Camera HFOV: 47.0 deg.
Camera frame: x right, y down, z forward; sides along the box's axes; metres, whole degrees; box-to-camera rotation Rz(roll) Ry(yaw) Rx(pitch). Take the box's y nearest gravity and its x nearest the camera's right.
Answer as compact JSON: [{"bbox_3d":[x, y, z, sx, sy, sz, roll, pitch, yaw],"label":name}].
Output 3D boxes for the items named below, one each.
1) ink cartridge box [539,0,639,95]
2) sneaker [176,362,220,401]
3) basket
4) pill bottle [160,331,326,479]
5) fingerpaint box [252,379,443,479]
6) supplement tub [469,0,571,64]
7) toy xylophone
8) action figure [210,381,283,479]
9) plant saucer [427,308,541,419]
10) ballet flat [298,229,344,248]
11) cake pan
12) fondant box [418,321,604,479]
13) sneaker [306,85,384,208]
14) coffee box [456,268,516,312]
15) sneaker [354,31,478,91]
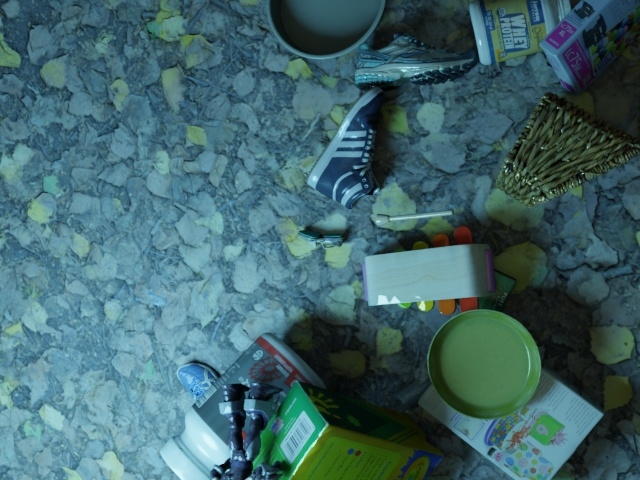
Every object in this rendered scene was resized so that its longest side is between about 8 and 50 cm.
[{"bbox_3d":[0.611,-0.467,1.530,0.311,0.185,0.065,-48,54,10],"label":"ink cartridge box"},{"bbox_3d":[-0.277,0.384,1.837,0.211,0.081,0.080,38,101,9],"label":"sneaker"},{"bbox_3d":[0.502,-0.148,1.511,0.223,0.299,0.214,31,99,11],"label":"basket"},{"bbox_3d":[-0.176,0.406,1.689,0.210,0.210,0.363,42,78,9],"label":"pill bottle"},{"bbox_3d":[-0.004,0.567,1.633,0.445,0.371,0.163,-58,37,10],"label":"fingerpaint box"},{"bbox_3d":[0.433,-0.473,1.594,0.199,0.144,0.144,-12,89,14],"label":"supplement tub"},{"bbox_3d":[0.232,0.051,1.661,0.322,0.081,0.236,2,88,28],"label":"toy xylophone"},{"bbox_3d":[-0.155,0.436,1.500,0.185,0.099,0.285,-8,66,33],"label":"action figure"},{"bbox_3d":[0.356,0.268,1.603,0.240,0.037,0.241,0,91,14],"label":"plant saucer"},{"bbox_3d":[0.000,0.000,1.777,0.114,0.041,0.041,6,94,14],"label":"ballet flat"},{"bbox_3d":[0.018,-0.565,1.727,0.293,0.054,0.293,-1,88,17],"label":"cake pan"},{"bbox_3d":[0.423,0.368,1.658,0.330,0.096,0.238,37,100,11],"label":"fondant box"},{"bbox_3d":[0.101,-0.206,1.709,0.153,0.099,0.282,38,107,14],"label":"sneaker"},{"bbox_3d":[0.344,0.100,1.693,0.184,0.040,0.113,24,98,12],"label":"coffee box"},{"bbox_3d":[0.213,-0.420,1.671,0.282,0.110,0.122,-4,87,13],"label":"sneaker"}]
